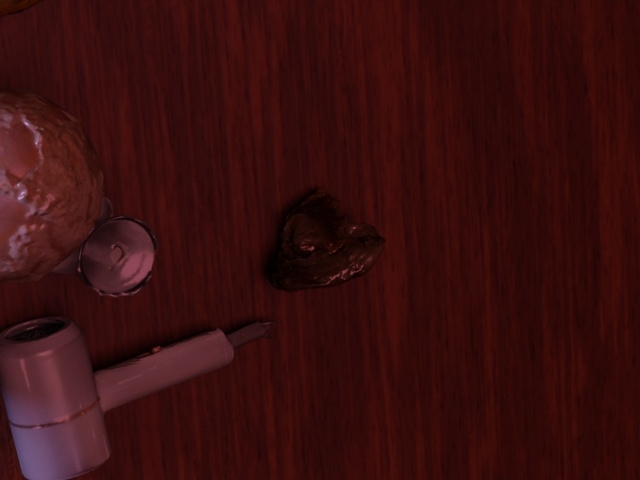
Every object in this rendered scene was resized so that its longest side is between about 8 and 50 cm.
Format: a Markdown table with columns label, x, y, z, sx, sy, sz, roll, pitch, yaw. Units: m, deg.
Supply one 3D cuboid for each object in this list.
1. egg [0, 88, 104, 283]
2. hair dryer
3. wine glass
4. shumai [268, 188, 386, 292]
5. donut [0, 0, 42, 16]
| label | x | y | z | sx | sy | sz | roll | pitch | yaw |
| --- | --- | --- | --- | --- | --- | --- | --- | --- | --- |
| egg | -0.328 | -0.055 | 1.692 | 0.203 | 0.245 | 0.203 | 7 | 72 | -21 |
| hair dryer | -0.205 | 0.144 | 1.951 | 0.357 | 0.107 | 0.173 | -19 | 109 | -30 |
| wine glass | -0.254 | 0.003 | 1.834 | 0.122 | 0.183 | 0.122 | -7 | 107 | -25 |
| shumai | -0.004 | 0.012 | 1.993 | 0.139 | 0.123 | 0.105 | -43 | 105 | 4 |
| donut | -0.316 | -0.387 | 1.708 | 0.303 | 0.110 | 0.303 | 2 | 87 | -45 |
